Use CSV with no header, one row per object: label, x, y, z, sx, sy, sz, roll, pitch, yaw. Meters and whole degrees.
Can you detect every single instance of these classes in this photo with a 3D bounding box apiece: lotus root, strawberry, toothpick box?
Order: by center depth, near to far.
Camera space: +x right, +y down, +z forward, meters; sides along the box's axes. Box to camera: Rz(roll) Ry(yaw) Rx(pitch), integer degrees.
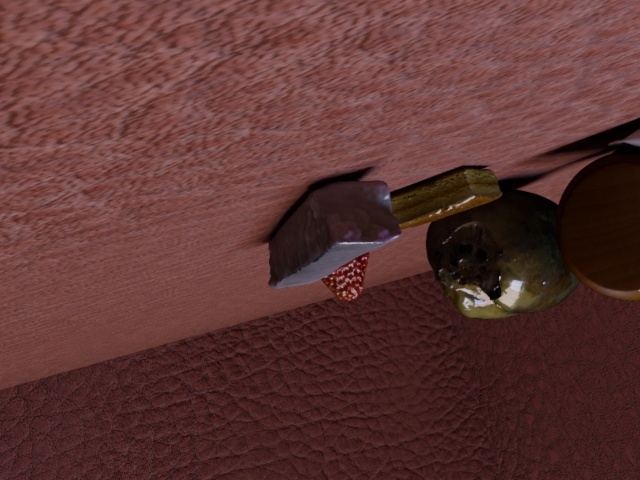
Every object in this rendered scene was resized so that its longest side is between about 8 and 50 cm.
strawberry,0.021,0.026,1.260,0.073,0.083,0.073,-5,-175,0
toothpick box,0.360,-0.020,1.260,0.192,0.192,0.294,-20,175,26
lotus root,0.232,0.013,1.383,0.151,0.160,0.275,-24,171,23

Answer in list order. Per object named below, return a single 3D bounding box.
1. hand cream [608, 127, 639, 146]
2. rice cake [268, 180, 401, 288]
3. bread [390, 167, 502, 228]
hand cream,0.439,-0.119,1.079,0.139,0.089,0.314,-7,175,-45
rice cake,0.000,0.000,1.012,0.072,0.056,0.365,-11,174,-10
bread,0.117,-0.041,1.103,0.094,0.035,0.090,-20,175,24
